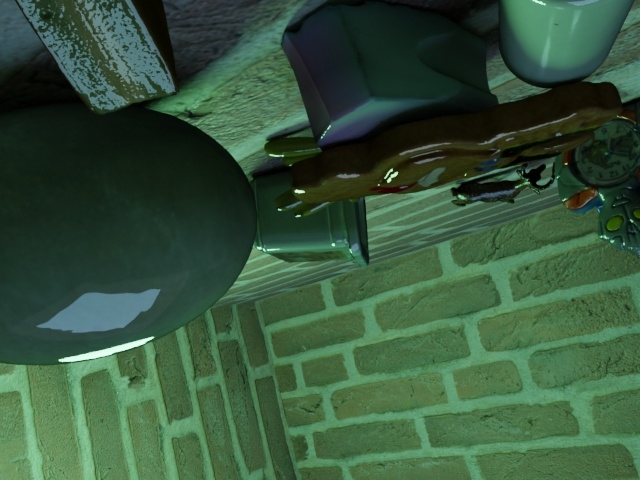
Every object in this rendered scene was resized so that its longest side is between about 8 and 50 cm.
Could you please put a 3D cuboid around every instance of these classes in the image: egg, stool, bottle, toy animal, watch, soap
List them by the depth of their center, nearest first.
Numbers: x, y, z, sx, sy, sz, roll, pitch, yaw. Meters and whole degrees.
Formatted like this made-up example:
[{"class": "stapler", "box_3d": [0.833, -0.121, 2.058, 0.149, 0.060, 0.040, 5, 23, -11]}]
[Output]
[{"class": "bottle", "box_3d": [0.186, -0.198, 0.463, 0.104, 0.104, 0.245, -16, 172, 15]}, {"class": "egg", "box_3d": [-0.236, -0.009, 0.615, 0.352, 0.258, 0.258, -9, 170, -25]}, {"class": "soap", "box_3d": [0.086, -0.154, 0.685, 0.193, 0.109, 0.324, -20, 169, 35]}, {"class": "stool", "box_3d": [-0.008, -0.098, 0.894, 0.110, 0.135, 0.134, -13, 127, 13]}, {"class": "watch", "box_3d": [0.632, -0.105, 1.237, 0.241, 0.305, 0.274, -19, 163, 35]}, {"class": "toy animal", "box_3d": [0.448, -0.126, 1.536, 0.243, 0.087, 0.260, -17, 174, 8]}]

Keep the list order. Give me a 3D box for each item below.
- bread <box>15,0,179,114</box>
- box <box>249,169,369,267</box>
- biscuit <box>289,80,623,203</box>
[{"class": "bread", "box_3d": [-0.154, -0.150, 0.401, 0.074, 0.084, 0.139, -14, 171, 4]}, {"class": "box", "box_3d": [-0.012, -0.040, 1.122, 0.182, 0.175, 0.312, -6, 173, 8]}, {"class": "biscuit", "box_3d": [0.134, -0.088, 0.649, 0.334, 0.047, 0.202, -12, 173, 5]}]
